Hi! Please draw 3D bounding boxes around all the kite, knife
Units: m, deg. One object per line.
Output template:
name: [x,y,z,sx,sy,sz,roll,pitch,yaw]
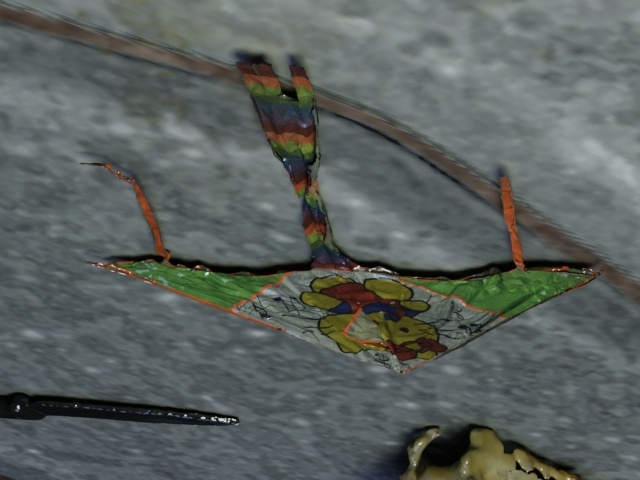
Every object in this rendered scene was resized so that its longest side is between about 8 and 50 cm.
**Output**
kite: [0.000,0.000,0.608,0.198,0.006,0.244,3,155,16]
knife: [-0.121,0.081,0.823,0.170,0.010,0.023,2,160,11]

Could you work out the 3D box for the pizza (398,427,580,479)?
pizza: [0.093,0.183,0.866,0.189,0.071,0.297,12,144,4]
